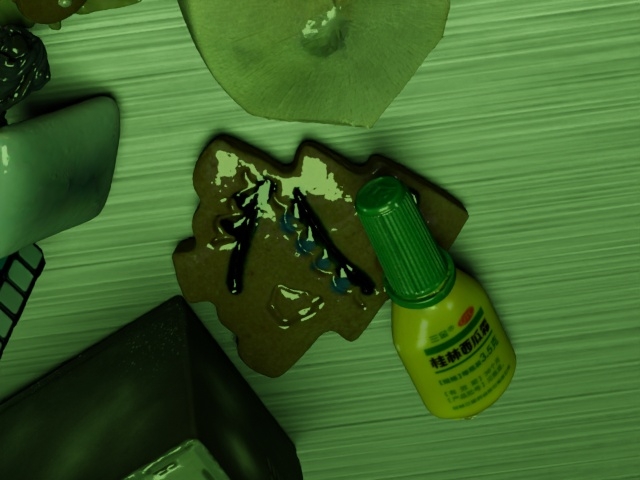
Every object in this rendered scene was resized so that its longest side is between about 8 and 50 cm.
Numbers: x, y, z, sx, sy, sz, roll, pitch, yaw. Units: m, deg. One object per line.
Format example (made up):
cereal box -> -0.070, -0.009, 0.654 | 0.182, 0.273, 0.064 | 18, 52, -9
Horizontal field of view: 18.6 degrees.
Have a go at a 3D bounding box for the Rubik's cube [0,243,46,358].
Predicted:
Rubik's cube -> -0.404, 0.046, 1.877 | 0.184, 0.187, 0.182 | -31, 116, 31

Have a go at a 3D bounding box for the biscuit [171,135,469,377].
biscuit -> 0.000, 0.001, 1.971 | 0.301, 0.043, 0.278 | -16, 117, 6

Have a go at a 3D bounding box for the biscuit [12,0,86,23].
biscuit -> -0.196, -0.275, 1.681 | 0.138, 0.031, 0.205 | 19, 107, -51

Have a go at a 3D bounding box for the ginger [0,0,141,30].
ginger -> -0.322, -0.310, 1.711 | 0.413, 0.211, 0.358 | 19, 117, -12

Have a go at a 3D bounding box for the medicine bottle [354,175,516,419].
medicine bottle -> 0.108, 0.057, 1.950 | 0.111, 0.076, 0.309 | -38, 130, -12

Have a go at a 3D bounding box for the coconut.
coconut -> -0.006, -0.217, 1.738 | 0.245, 0.247, 0.245 | -5, 116, -10

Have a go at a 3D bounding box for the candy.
candy -> -0.263, -0.062, 1.869 | 0.071, 0.174, 0.138 | 27, 119, 25

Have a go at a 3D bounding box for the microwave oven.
microwave oven -> -0.247, 0.314, 1.946 | 0.432, 0.374, 0.236 | -32, 113, 8

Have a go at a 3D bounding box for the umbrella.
umbrella -> -0.322, -0.120, 1.828 | 0.071, 0.071, 0.248 | 30, 143, -16
